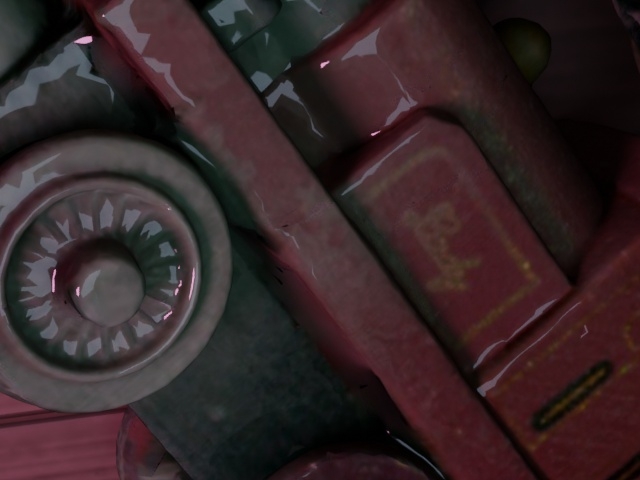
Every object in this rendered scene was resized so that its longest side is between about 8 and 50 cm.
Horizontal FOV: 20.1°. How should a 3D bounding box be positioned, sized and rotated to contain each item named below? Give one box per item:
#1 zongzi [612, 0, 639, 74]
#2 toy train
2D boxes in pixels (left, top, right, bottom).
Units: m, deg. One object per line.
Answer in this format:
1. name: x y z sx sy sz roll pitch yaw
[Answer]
1. zongzi: 0.232 -0.154 0.443 0.383 0.362 0.319 -26 92 3
2. toy train: 0.000 0.000 0.594 0.221 0.150 0.304 -41 117 -6
